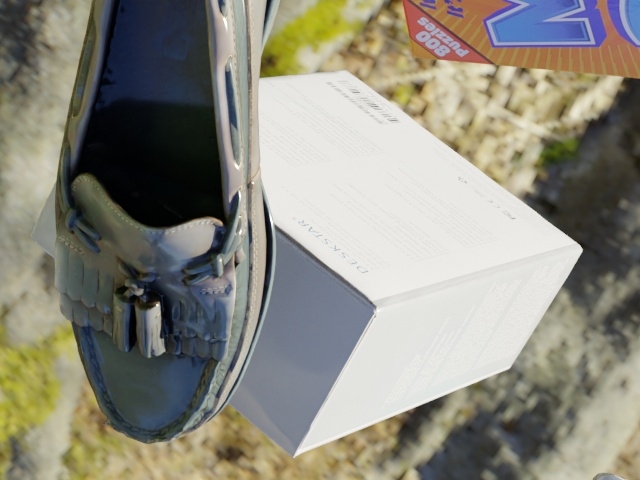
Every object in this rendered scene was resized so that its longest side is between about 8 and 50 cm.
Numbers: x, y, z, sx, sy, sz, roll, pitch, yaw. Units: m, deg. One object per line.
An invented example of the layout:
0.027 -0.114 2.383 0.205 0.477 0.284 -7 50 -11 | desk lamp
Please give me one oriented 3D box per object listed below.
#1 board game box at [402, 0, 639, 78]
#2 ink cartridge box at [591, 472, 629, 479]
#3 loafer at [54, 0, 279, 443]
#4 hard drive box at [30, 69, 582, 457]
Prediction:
0.265 -0.382 1.591 0.356 0.357 0.356 74 29 -50 | board game box
0.196 0.302 0.911 0.272 0.309 0.130 -50 162 -35 | ink cartridge box
-0.067 -0.036 0.755 0.096 0.084 0.267 10 110 10 | loafer
0.000 0.000 0.982 0.232 0.181 0.089 -11 135 -58 | hard drive box
